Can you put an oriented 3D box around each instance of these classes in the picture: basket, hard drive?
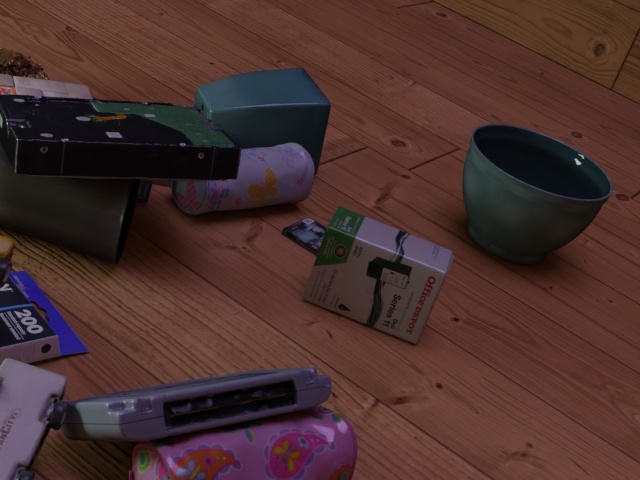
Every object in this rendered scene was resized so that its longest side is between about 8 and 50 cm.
[{"bbox_3d":[-0.410,-0.069,1.669,0.227,0.154,0.204,12,32,-6],"label":"basket"},{"bbox_3d":[-0.319,-0.159,1.653,0.339,0.064,0.237,-1,24,-26],"label":"hard drive"}]

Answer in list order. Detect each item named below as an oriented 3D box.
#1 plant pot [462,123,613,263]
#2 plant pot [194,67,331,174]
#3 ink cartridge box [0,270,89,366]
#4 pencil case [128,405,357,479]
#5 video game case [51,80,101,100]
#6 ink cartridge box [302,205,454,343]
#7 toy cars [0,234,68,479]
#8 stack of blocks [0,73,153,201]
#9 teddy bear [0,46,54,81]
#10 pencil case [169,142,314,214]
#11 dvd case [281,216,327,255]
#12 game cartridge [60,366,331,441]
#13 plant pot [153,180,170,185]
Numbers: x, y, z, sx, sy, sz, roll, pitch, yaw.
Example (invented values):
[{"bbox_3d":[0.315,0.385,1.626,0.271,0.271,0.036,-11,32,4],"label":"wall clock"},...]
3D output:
[{"bbox_3d":[0.406,-0.077,2.126,0.293,0.196,0.293,14,30,-8],"label":"plant pot"},{"bbox_3d":[-0.128,-0.238,2.120,0.234,0.165,0.165,-3,35,-24],"label":"plant pot"},{"bbox_3d":[-0.451,0.096,1.459,0.208,0.045,0.206,-8,39,-43],"label":"ink cartridge box"},{"bbox_3d":[-0.090,0.277,1.295,0.284,0.124,0.124,-6,38,-39],"label":"pencil case"},{"bbox_3d":[-0.537,-0.239,2.008,0.196,0.026,0.274,22,30,4],"label":"video game case"},{"bbox_3d":[0.095,0.058,1.747,0.208,0.153,0.087,21,29,4],"label":"ink cartridge box"},{"bbox_3d":[-0.411,0.158,1.283,0.176,0.087,0.393,-16,61,-24],"label":"toy cars"},{"bbox_3d":[-0.425,-0.172,1.807,0.297,0.171,0.087,5,32,-25],"label":"stack of blocks"},{"bbox_3d":[-0.608,-0.287,1.930,0.338,0.113,0.245,27,41,19],"label":"teddy bear"},{"bbox_3d":[-0.140,-0.116,1.947,0.273,0.113,0.124,-11,32,-43],"label":"pencil case"},{"bbox_3d":[0.000,0.000,1.934,0.119,0.013,0.087,32,31,20],"label":"dvd case"},{"bbox_3d":[-0.160,0.203,1.327,0.297,0.198,0.062,-5,81,-37],"label":"game cartridge"},{"bbox_3d":[-0.288,-0.175,1.975,0.134,0.095,0.134,15,30,-9],"label":"plant pot"}]
